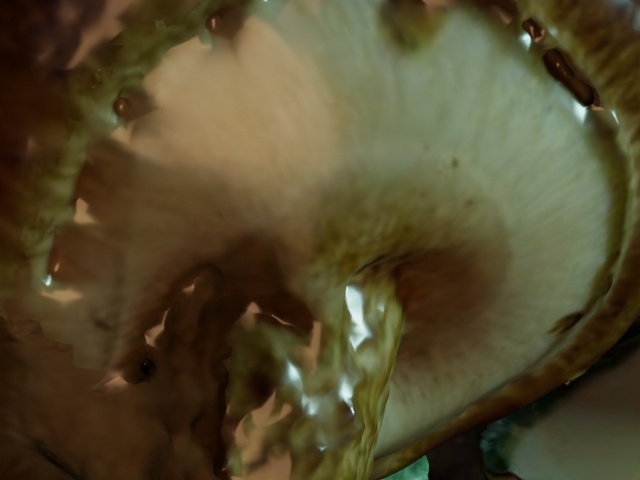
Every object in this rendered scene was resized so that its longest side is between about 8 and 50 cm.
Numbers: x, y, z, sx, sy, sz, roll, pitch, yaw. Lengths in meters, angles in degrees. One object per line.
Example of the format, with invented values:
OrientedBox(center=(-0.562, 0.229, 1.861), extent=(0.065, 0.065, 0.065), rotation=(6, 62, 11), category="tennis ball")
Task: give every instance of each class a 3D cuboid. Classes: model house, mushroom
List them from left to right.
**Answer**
OrientedBox(center=(0.000, 0.000, 0.514), extent=(0.345, 0.259, 0.345), rotation=(-12, 134, -12), category="mushroom")
OrientedBox(center=(0.199, 0.152, 0.686), extent=(0.183, 0.166, 0.172), rotation=(-33, 129, -28), category="model house")

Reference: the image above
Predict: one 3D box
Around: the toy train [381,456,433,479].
OrientedBox(center=(-0.020, 0.285, 0.691), extent=(0.253, 0.160, 0.397), rotation=(-7, 111, -3), category="toy train")
